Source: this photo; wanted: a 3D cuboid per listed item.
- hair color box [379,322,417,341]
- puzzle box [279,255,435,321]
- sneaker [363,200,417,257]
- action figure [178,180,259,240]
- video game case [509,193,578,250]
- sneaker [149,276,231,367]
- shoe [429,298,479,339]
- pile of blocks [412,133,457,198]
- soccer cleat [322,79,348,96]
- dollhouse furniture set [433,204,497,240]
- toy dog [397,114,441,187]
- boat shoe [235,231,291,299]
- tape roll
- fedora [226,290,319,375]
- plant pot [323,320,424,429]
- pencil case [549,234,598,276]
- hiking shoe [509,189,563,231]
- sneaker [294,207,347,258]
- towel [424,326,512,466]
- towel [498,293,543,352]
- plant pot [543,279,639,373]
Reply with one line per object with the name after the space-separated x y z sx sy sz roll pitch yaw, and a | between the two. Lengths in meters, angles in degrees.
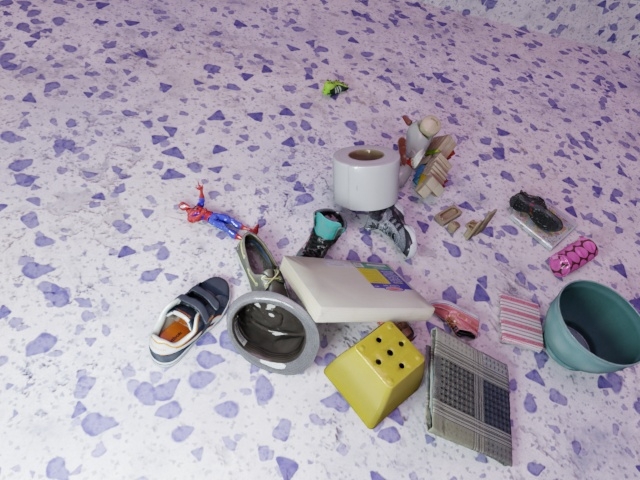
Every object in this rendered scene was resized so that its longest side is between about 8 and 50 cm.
0.233 0.263 1.497 0.071 0.043 0.141 -21 61 -28 | hair color box
0.110 0.146 1.418 0.408 0.052 0.272 6 25 -30 | puzzle box
0.242 -0.040 1.706 0.152 0.101 0.269 -2 47 -15 | sneaker
-0.347 -0.093 1.583 0.280 0.139 0.092 19 49 5 | action figure
0.918 -0.080 1.945 0.227 0.026 0.206 -30 64 -31 | video game case
-0.359 0.205 1.348 0.126 0.128 0.321 25 49 9 | sneaker
0.432 0.257 1.536 0.177 0.064 0.081 23 46 -1 | shoe
0.472 -0.283 1.958 0.112 0.149 0.362 42 55 -21 | pile of blocks
0.067 -0.711 2.218 0.060 0.072 0.178 42 33 20 | soccer cleat
0.551 -0.099 1.807 0.144 0.123 0.151 -28 63 -30 | dollhouse furniture set
0.352 -0.389 1.930 0.160 0.220 0.334 33 54 5 | toy dog
-0.174 0.110 1.479 0.109 0.091 0.305 -21 65 -26 | boat shoe
0.167 -0.234 1.736 0.245 0.169 0.246 -1 28 1 | tape roll
-0.126 0.241 1.346 0.275 0.244 0.124 17 21 6 | fedora
0.166 0.350 1.319 0.212 0.187 0.212 -29 63 -31 | plant pot
0.960 0.059 1.806 0.209 0.095 0.098 -24 97 -31 | pencil case
0.883 -0.129 1.903 0.227 0.086 0.114 42 57 20 | hiking shoe
0.000 0.000 1.560 0.123 0.178 0.296 25 51 7 | sneaker
0.417 0.438 1.344 0.324 0.056 0.312 30 50 -20 | towel
0.675 0.276 1.607 0.144 0.029 0.197 17 48 0 | towel
0.846 0.300 1.517 0.292 0.196 0.293 7 52 -8 | plant pot
